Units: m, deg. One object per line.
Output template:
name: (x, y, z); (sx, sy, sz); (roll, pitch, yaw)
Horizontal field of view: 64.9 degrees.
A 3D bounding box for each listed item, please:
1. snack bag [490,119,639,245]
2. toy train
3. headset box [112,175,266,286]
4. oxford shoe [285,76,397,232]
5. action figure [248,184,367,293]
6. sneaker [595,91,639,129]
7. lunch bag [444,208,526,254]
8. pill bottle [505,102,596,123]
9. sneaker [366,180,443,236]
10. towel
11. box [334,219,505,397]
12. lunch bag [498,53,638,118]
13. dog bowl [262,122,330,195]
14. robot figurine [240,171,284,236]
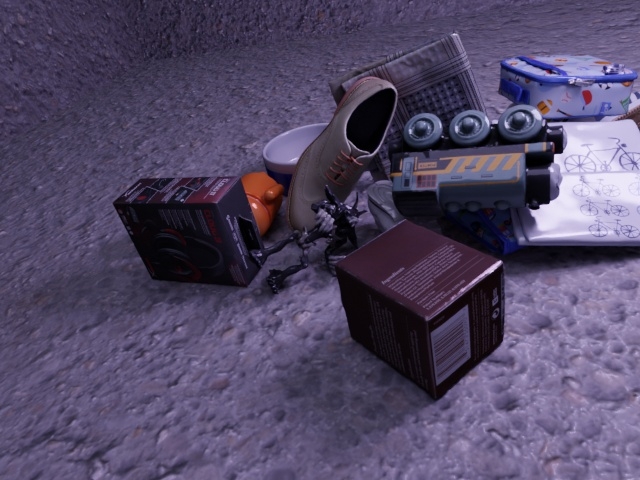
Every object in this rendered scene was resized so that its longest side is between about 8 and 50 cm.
snack bag: (0.527, -0.130, 0.999); (0.324, 0.037, 0.342); (0, 54, 4)
toy train: (0.287, -0.141, 0.964); (0.334, 0.142, 0.190); (0, 71, 23)
headset box: (-0.263, -0.020, 1.091); (0.294, 0.218, 0.110); (2, 38, 22)
oxford shoe: (0.038, -0.178, 1.106); (0.141, 0.396, 0.146); (24, 12, -13)
action figure: (0.000, 0.000, 1.031); (0.276, 0.164, 0.141); (-34, 27, -13)
sneaker: (0.775, -0.342, 1.303); (0.282, 0.099, 0.153); (-25, 37, -12)
lunch bag: (0.396, -0.085, 1.062); (0.221, 0.138, 0.293); (-22, 46, -15)
pill bottle: (0.574, -0.293, 1.285); (0.117, 0.117, 0.215); (-25, 35, -16)
sneaker: (0.178, -0.026, 1.070); (0.090, 0.094, 0.235); (-19, 53, -17)
towel: (0.214, -0.285, 1.186); (0.325, 0.312, 0.056); (-15, 31, 26)
box: (0.159, 0.099, 0.806); (0.167, 0.168, 0.203); (-31, 38, -24)
lunch bag: (0.556, -0.365, 1.175); (0.244, 0.114, 0.303); (-1, 26, -2)
dog bowl: (-0.025, -0.231, 1.421); (0.265, 0.104, 0.264); (-9, 33, 6)
robot figurine: (-0.168, -0.084, 1.231); (0.158, 0.128, 0.219); (4, 37, 13)
